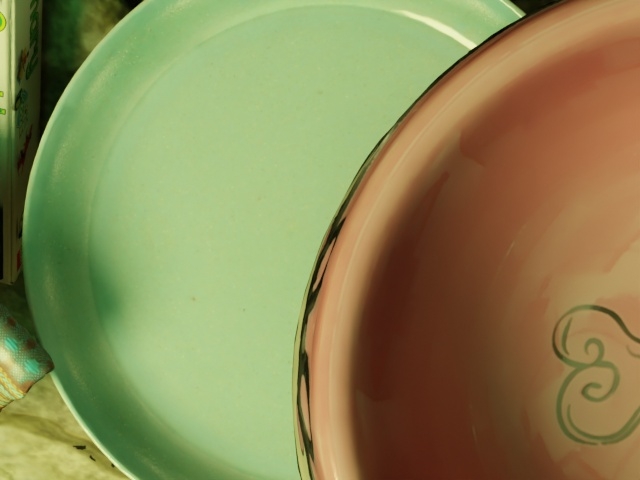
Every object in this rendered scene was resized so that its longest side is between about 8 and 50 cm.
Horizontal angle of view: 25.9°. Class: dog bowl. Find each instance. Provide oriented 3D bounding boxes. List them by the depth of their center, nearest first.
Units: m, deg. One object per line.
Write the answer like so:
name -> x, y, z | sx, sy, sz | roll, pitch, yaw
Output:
dog bowl -> 0.174, 0.065, 0.605 | 0.407, 0.150, 0.408 | -1, 82, 9

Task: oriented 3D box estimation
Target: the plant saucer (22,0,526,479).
plant saucer -> 0.000, 0.000, 0.740 | 0.317, 0.044, 0.318 | -1, 84, 9

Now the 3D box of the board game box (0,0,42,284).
board game box -> -0.256, -0.112, 0.783 | 0.192, 0.053, 0.305 | 15, 136, 1

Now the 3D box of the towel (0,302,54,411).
towel -> -0.327, -0.022, 0.792 | 0.370, 0.040, 0.271 | 48, 146, -5
